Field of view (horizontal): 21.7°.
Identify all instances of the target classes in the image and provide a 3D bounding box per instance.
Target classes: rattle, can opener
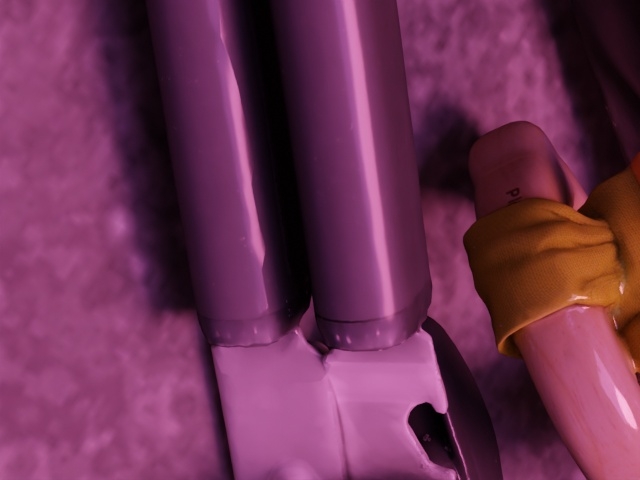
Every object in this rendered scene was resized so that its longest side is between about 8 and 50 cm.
[{"bbox_3d":[0.138,0.034,0.550,0.143,0.130,0.199,-34,119,2],"label":"rattle"},{"bbox_3d":[0.000,0.000,0.500,0.093,0.074,0.280,-54,139,-58],"label":"can opener"}]

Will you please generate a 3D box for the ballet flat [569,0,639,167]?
[{"bbox_3d":[0.159,-0.014,0.588,0.095,0.096,0.280,-42,124,-22],"label":"ballet flat"}]
